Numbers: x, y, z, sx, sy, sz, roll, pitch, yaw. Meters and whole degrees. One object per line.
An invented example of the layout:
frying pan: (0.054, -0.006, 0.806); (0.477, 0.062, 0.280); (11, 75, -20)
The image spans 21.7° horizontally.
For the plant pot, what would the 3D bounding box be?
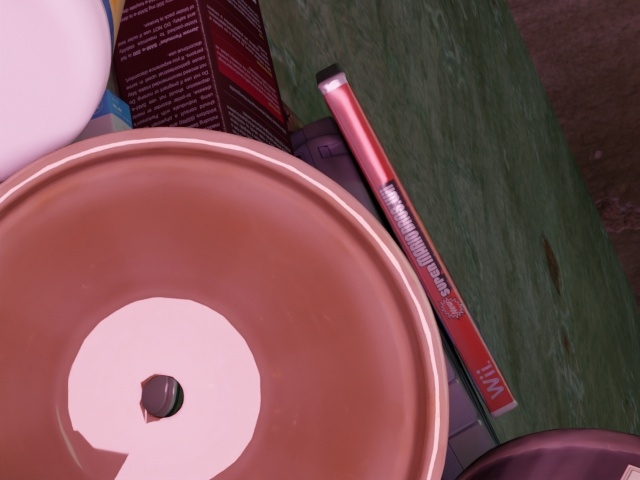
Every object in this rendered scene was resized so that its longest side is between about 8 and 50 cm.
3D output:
plant pot: (-0.068, 0.073, 0.748); (0.110, 0.237, 0.237); (158, -86, -80)

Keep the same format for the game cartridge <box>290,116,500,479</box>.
game cartridge: (0.057, 0.058, 1.268); (0.230, 0.068, 0.355); (56, 6, -24)

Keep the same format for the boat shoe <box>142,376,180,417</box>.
boat shoe: (-0.100, 0.046, 0.948); (0.038, 0.046, 0.125); (32, 33, -59)

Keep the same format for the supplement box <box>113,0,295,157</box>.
supplement box: (-0.078, -0.092, 1.126); (0.130, 0.073, 0.239); (36, 37, -63)

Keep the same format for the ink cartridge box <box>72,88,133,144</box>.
ink cartridge box: (-0.128, -0.037, 0.935); (0.028, 0.048, 0.083); (40, 34, -62)

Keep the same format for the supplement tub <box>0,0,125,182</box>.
supplement tub: (-0.158, -0.134, 0.767); (0.200, 0.144, 0.144); (-88, 155, -52)

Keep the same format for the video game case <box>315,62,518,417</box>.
video game case: (0.072, -0.008, 1.335); (0.285, 0.025, 0.204); (62, 3, -7)

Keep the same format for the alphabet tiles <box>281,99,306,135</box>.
alphabet tiles: (0.000, 0.000, 1.405); (0.198, 0.009, 0.237); (42, 32, -60)

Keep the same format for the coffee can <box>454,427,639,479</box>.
coffee can: (0.086, 0.234, 0.691); (0.275, 0.201, 0.202); (-45, 116, -52)
